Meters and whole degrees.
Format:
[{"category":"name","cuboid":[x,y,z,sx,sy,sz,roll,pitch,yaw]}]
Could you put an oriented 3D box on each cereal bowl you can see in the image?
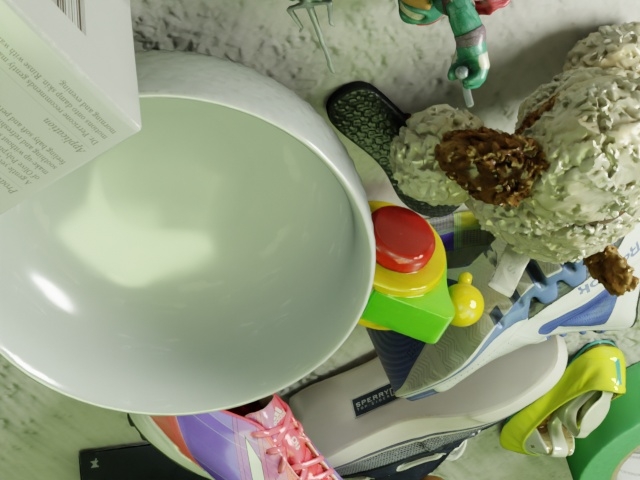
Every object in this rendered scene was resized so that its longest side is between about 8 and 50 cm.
[{"category":"cereal bowl","cuboid":[-0.127,-0.019,1.293,0.339,0.141,0.339,-3,129,-3]}]

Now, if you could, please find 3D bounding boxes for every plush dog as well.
[{"category":"plush dog","cuboid":[0.205,-0.061,1.256,0.262,0.210,0.225,-24,171,-3]}]

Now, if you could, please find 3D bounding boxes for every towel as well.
[{"category":"towel","cuboid":[0.126,-0.007,1.540,0.083,0.009,0.060,-9,145,-6]}]

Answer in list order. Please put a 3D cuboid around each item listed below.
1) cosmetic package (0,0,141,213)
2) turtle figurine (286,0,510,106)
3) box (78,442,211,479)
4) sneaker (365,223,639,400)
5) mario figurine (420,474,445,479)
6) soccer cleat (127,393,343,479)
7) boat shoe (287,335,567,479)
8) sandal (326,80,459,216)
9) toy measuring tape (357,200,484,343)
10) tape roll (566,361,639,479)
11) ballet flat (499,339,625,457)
[{"category":"cosmetic package","cuboid":[-0.323,-0.086,1.045,0.366,0.155,0.197,-27,134,16]},{"category":"turtle figurine","cuboid":[0.055,-0.198,1.171,0.175,0.118,0.234,20,163,23]},{"category":"box","cuboid":[-0.193,0.326,1.807,0.153,0.108,0.207,-7,145,-8]},{"category":"sneaker","cuboid":[0.215,0.062,1.551,0.315,0.127,0.182,-40,139,25]},{"category":"mario figurine","cuboid":[0.002,0.331,1.803,0.321,0.170,0.198,-19,150,-40]},{"category":"soccer cleat","cuboid":[-0.049,0.223,1.620,0.318,0.108,0.116,39,124,-7]},{"category":"boat shoe","cuboid":[0.131,0.179,1.716,0.341,0.127,0.158,-20,149,25]},{"category":"sandal","cuboid":[0.072,-0.086,1.396,0.067,0.040,0.179,-34,126,18]},{"category":"toy measuring tape","cuboid":[0.000,0.000,1.460,0.330,0.121,0.121,20,137,-7]},{"category":"tape roll","cuboid":[0.459,0.235,1.927,0.321,0.077,0.321,-9,145,-6]},{"category":"ballet flat","cuboid":[0.281,0.205,1.824,0.077,0.077,0.231,7,140,-27]}]
